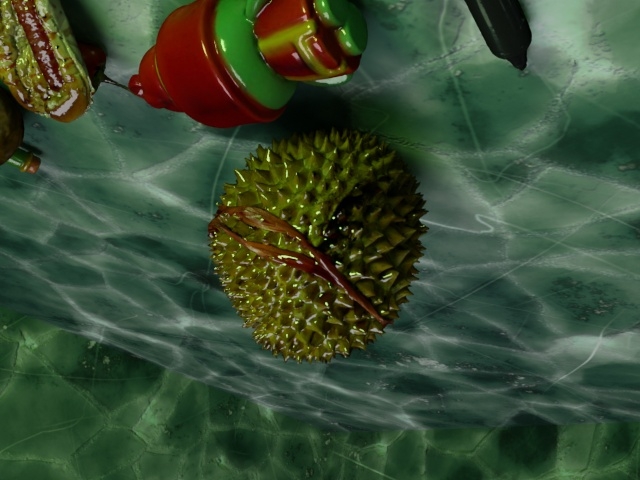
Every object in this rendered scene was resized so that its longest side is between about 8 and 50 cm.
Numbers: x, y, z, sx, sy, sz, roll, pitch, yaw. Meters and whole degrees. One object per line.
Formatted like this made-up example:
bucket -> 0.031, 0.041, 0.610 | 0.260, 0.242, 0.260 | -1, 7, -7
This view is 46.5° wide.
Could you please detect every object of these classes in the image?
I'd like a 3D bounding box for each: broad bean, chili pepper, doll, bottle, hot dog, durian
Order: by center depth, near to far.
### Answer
doll -> -0.117, -0.231, 0.967 | 0.363, 0.160, 0.183 | -5, 151, 35
hot dog -> -0.393, -0.279, 1.017 | 0.131, 0.069, 0.252 | -2, 125, 11
chili pepper -> -0.366, -0.259, 1.123 | 0.192, 0.086, 0.084 | 24, 126, -2
durian -> 0.003, 0.003, 1.133 | 0.348, 0.384, 0.347 | 7, 145, 5
broad bean -> -0.601, -0.216, 1.294 | 0.156, 0.122, 0.228 | 29, 151, 9
bottle -> -0.637, -0.184, 1.444 | 0.187, 0.069, 0.069 | 27, 152, -33

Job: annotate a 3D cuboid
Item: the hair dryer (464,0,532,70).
hair dryer -> 0.156, -0.281, 0.811 | 0.189, 0.107, 0.352 | 1, 158, 30
